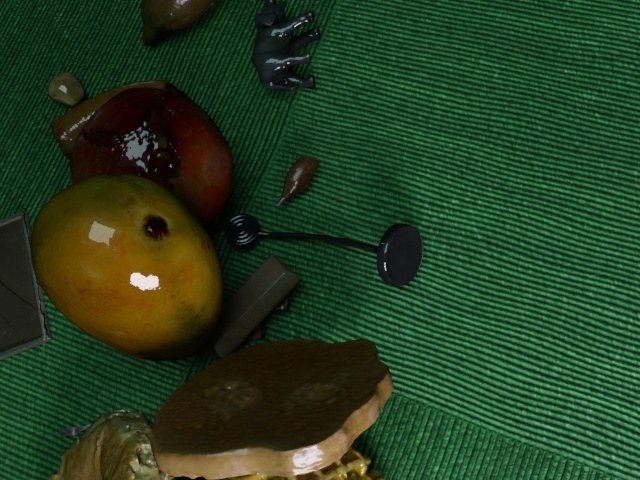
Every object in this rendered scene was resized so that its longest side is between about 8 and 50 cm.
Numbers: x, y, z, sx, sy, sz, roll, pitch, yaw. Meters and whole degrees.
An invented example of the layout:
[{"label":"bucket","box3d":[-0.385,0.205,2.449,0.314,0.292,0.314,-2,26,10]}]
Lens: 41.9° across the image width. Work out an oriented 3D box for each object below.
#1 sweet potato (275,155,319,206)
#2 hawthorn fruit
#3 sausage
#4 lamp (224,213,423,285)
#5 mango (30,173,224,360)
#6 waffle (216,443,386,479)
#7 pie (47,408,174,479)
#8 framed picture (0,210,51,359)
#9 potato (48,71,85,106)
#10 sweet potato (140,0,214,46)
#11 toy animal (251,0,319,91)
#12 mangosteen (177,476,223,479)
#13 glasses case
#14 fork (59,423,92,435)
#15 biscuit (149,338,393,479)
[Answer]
[{"label":"sweet potato","box3d":[-0.050,-0.109,1.565,0.049,0.049,0.117,32,82,22]},{"label":"hawthorn fruit","box3d":[-0.296,-0.133,1.523,0.316,0.316,0.315,-5,70,13]},{"label":"sausage","box3d":[-0.405,-0.251,1.683,0.271,0.109,0.108,-19,68,8]},{"label":"lamp","box3d":[-0.007,-0.013,1.487,0.372,0.108,0.130,18,74,20]},{"label":"mango","box3d":[-0.303,0.066,1.365,0.300,0.445,0.232,16,60,6]},{"label":"waffle","box3d":[-0.017,0.409,1.251,0.329,0.062,0.329,15,53,-21]},{"label":"pie","box3d":[-0.355,0.449,1.369,0.340,0.083,0.339,-18,63,40]},{"label":"framed picture","box3d":[-0.658,0.103,1.670,0.213,0.016,0.289,-22,67,6]},{"label":"potato","box3d":[-0.535,-0.316,1.764,0.083,0.062,0.068,39,100,2]},{"label":"sweet potato","box3d":[-0.257,-0.556,1.721,0.369,0.158,0.158,-45,67,-2]},{"label":"toy animal","box3d":[-0.072,-0.413,1.657,0.137,0.082,0.269,-8,70,11]},{"label":"mangosteen","box3d":[-0.125,0.431,1.326,0.231,0.194,0.194,32,82,12]},{"label":"glasses case","box3d":[-0.120,0.118,1.503,0.193,0.070,0.102,-47,34,1]},{"label":"fork","box3d":[-0.421,0.340,1.529,0.115,0.012,0.016,-16,72,4]},{"label":"biscuit","box3d":[-0.073,0.253,1.288,0.365,0.385,0.062,-7,105,22]}]
